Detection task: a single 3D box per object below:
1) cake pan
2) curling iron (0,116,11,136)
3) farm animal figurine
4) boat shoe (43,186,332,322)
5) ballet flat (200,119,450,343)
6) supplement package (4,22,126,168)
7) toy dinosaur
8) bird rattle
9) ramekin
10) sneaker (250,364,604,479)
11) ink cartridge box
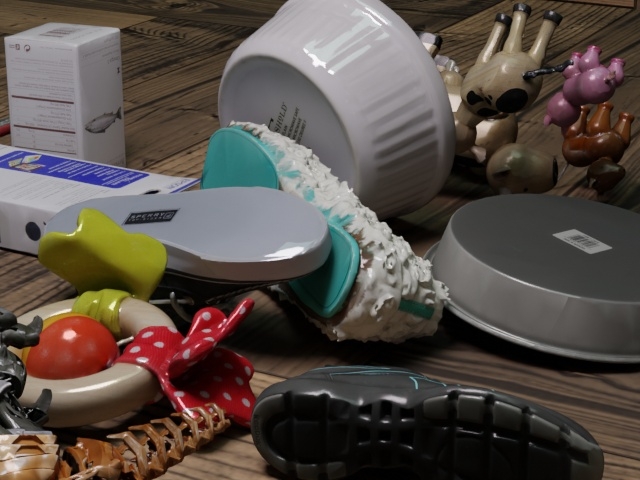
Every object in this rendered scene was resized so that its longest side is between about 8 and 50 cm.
[{"bbox_3d":[0.244,0.026,1.427,0.293,0.054,0.293,7,23,-3],"label":"cake pan"},{"bbox_3d":[-0.436,-0.111,1.848,0.274,0.068,0.035,-19,29,-32],"label":"curling iron"},{"bbox_3d":[0.194,-0.131,1.695,0.327,0.172,0.330,13,-13,37],"label":"farm animal figurine"},{"bbox_3d":[-0.118,0.024,1.386,0.306,0.105,0.113,-3,36,26],"label":"boat shoe"},{"bbox_3d":[0.000,0.000,1.474,0.147,0.147,0.409,-8,26,-21],"label":"ballet flat"},{"bbox_3d":[-0.308,-0.165,1.808,0.105,0.179,0.105,8,22,20],"label":"supplement package"},{"bbox_3d":[-0.232,0.163,1.034,0.322,0.164,0.218,10,28,-31],"label":"toy dinosaur"},{"bbox_3d":[-0.175,0.100,1.244,0.207,0.143,0.253,-23,41,-23],"label":"bird rattle"},{"bbox_3d":[0.006,-0.129,1.618,0.273,0.272,0.127,18,40,40],"label":"ramekin"},{"bbox_3d":[0.084,0.134,1.116,0.267,0.101,0.106,9,19,21],"label":"sneaker"},{"bbox_3d":[-0.307,-0.043,1.647,0.333,0.065,0.165,10,22,29],"label":"ink cartridge box"}]
